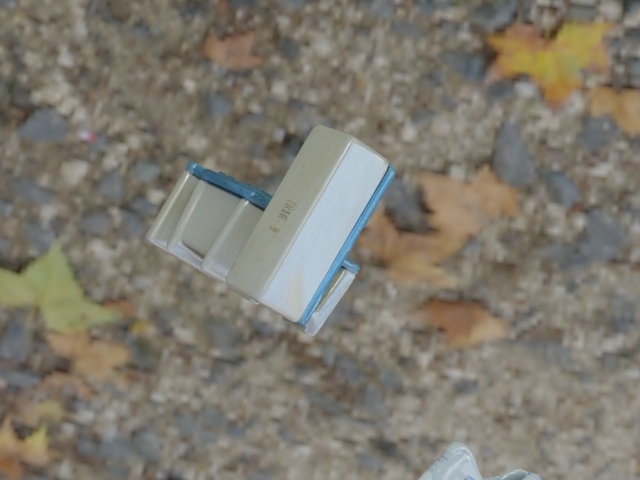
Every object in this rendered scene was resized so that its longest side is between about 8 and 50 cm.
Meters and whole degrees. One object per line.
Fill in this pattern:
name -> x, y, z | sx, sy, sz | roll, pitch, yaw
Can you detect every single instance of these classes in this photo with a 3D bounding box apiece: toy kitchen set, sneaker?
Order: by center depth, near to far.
toy kitchen set -> 0.000, 0.000, 1.300 | 0.166, 0.122, 0.207 | 32, 176, -32
sneaker -> 0.144, 0.208, 1.304 | 0.191, 0.083, 0.071 | 39, 169, -22
